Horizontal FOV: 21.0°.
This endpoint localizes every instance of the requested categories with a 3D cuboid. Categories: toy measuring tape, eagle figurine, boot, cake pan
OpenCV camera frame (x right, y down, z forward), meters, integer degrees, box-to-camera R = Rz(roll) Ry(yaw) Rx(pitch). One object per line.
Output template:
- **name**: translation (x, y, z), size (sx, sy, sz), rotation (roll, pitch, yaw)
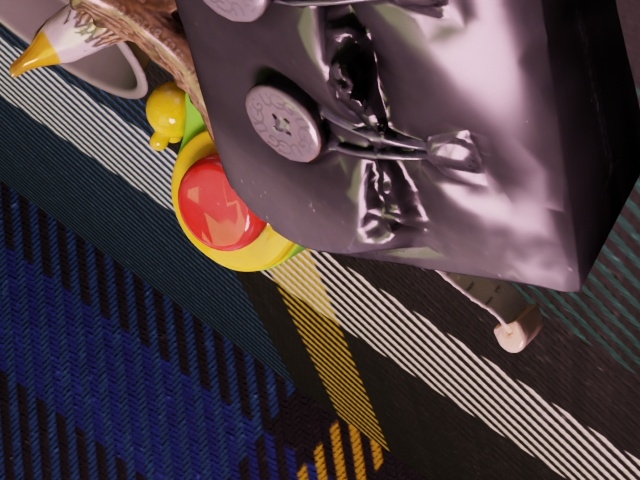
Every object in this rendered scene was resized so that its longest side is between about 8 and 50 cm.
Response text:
- **toy measuring tape**: translation (0.000, 0.000, 1.223), size (0.330, 0.121, 0.121), rotation (37, 168, 14)
- **eagle figurine**: translation (-0.098, -0.169, 1.050), size (0.298, 0.225, 0.226), rotation (-91, -1, -68)
- **boot**: translation (-0.062, -0.195, 0.676), size (0.367, 0.146, 0.445), rotation (28, 156, 36)
- **cake pan**: translation (-0.247, -0.232, 1.441), size (0.293, 0.054, 0.293), rotation (35, 168, 9)
